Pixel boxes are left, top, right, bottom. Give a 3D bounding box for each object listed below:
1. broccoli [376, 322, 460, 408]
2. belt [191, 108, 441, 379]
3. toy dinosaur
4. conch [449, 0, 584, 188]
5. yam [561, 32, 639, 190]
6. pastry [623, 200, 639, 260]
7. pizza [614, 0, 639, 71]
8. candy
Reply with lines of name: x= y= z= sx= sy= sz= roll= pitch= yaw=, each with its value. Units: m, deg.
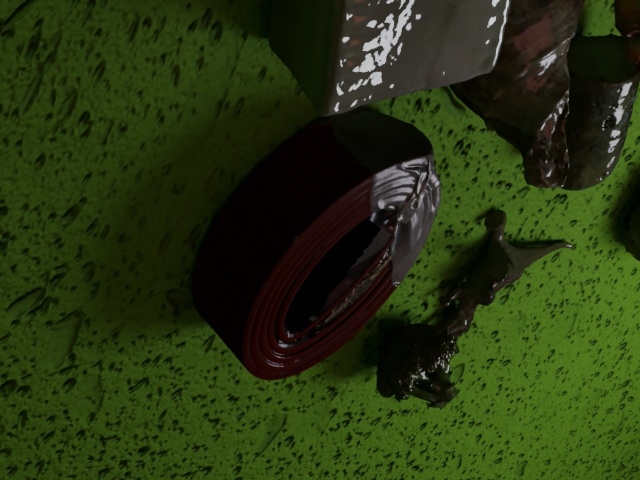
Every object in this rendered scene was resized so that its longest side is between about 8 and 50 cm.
broccoli: x=0.134 y=0.168 z=1.885 sx=0.131 sy=0.120 sz=0.130 roll=-42 pitch=176 yaw=-1
belt: x=0.000 y=0.000 z=1.567 sx=0.324 sy=0.115 sz=0.227 roll=-53 pitch=147 yaw=10
toy dinosaur: x=0.254 y=0.034 z=1.940 sx=0.251 sy=0.072 sz=0.200 roll=-48 pitch=159 yaw=-18
conch: x=0.199 y=-0.206 z=1.518 sx=0.210 sy=0.158 sz=0.291 roll=-52 pitch=145 yaw=-81
yam: x=0.336 y=-0.158 z=1.768 sx=0.107 sy=0.107 sz=0.194 roll=-28 pitch=143 yaw=-25
pastry: x=0.580 y=-0.043 z=2.123 sx=0.257 sy=0.121 sz=0.236 roll=-43 pitch=152 yaw=8
pizza: x=0.319 y=-0.317 z=1.482 sx=0.074 sy=0.251 sz=0.288 roll=-16 pitch=120 yaw=27
candy: x=0.071 y=-0.299 z=1.282 sx=0.208 sy=0.145 sz=0.359 roll=-18 pitch=138 yaw=-22
